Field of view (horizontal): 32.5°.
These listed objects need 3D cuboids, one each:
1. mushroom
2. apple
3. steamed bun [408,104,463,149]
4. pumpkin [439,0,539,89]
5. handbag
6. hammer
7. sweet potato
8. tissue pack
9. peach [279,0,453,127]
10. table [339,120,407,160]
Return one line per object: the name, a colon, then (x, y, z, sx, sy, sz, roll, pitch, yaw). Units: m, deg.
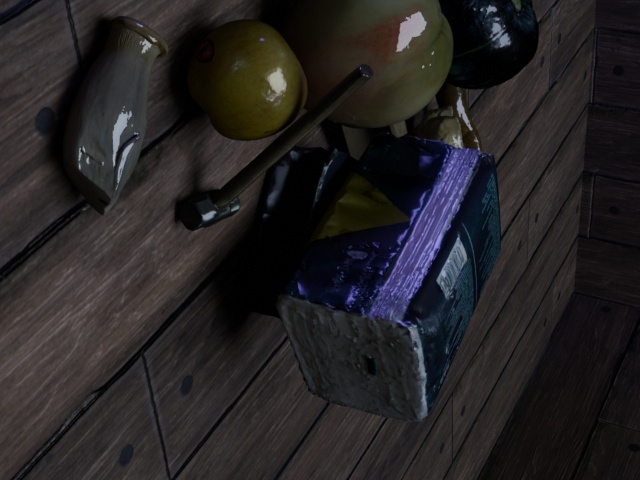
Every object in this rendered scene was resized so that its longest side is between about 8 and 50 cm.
mushroom: (-0.259, -0.157, 1.365, 0.108, 0.096, 0.246, 16, 84, -40)
apple: (-0.107, -0.227, 1.571, 0.155, 0.182, 0.182, -39, 148, -4)
steamed bun: (0.247, -0.132, 2.331, 0.292, 0.137, 0.295, -107, -173, -81)
pumpkin: (0.302, -0.449, 2.253, 0.315, 0.239, 0.315, 30, 55, -53)
handbag: (0.000, 0.000, 1.964, 0.329, 0.122, 0.303, 19, 84, -65)
hammer: (-0.061, -0.134, 1.578, 0.365, 0.043, 0.111, -39, 173, 31)
sweet potato: (0.303, -0.344, 2.430, 0.108, 0.079, 0.346, -1, 82, -33)
tissue pack: (0.131, 0.048, 1.819, 0.416, 0.253, 0.264, -59, 149, -36)
peach: (0.068, -0.309, 1.761, 0.292, 0.247, 0.292, -25, 159, -10)
table: (0.097, -0.220, 2.031, 0.226, 0.167, 0.167, 69, 41, -61)
